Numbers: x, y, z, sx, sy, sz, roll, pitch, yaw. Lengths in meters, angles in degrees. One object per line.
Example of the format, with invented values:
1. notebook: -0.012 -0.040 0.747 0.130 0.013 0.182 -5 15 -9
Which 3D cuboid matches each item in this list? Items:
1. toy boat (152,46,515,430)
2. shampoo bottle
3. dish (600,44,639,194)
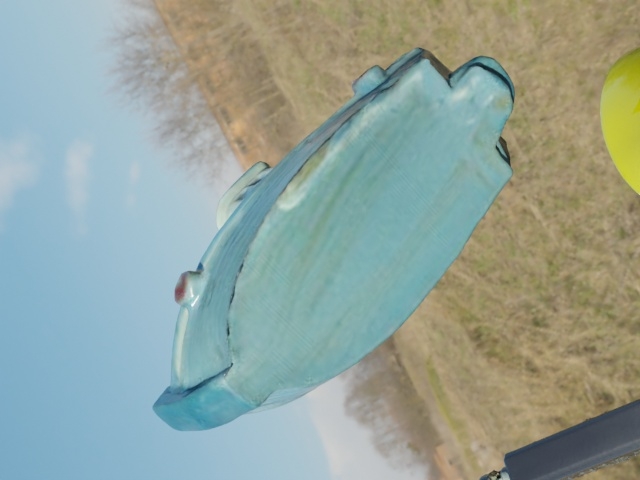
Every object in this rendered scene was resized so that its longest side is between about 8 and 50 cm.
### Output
1. toy boat: 0.000 0.000 0.387 0.088 0.215 0.102 44 164 -19
2. shampoo bottle: 0.359 0.311 1.198 0.098 0.309 0.071 6 -124 -48
3. dish: 0.456 -0.138 0.925 0.108 0.263 0.221 121 163 -65
